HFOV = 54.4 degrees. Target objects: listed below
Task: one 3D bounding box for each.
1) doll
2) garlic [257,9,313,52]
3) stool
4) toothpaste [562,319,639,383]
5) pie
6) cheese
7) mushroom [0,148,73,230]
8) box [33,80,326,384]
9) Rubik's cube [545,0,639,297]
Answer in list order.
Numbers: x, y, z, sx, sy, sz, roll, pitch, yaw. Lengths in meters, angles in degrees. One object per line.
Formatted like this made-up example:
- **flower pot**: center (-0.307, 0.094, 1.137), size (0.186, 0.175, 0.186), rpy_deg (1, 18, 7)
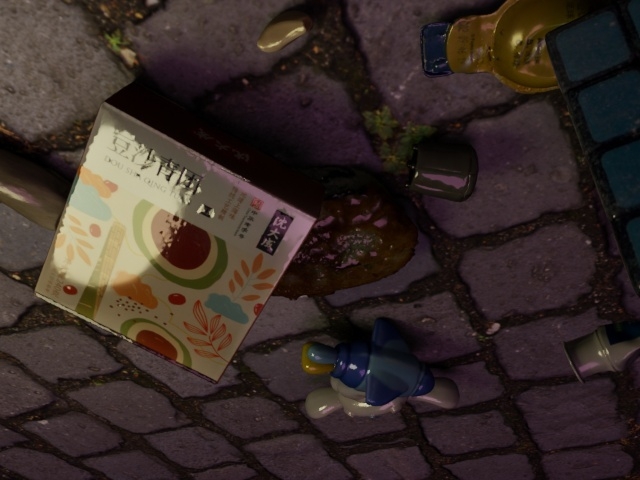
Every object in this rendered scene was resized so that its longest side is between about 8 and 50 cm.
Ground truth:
- **doll**: center (0.124, 0.330, 1.452), size (0.376, 0.187, 0.365), rpy_deg (-22, 144, 0)
- **garlic**: center (-0.044, -0.289, 0.852), size (0.083, 0.053, 0.041), rpy_deg (-12, 122, 34)
- **stool**: center (0.198, -0.115, 1.016), size (0.110, 0.096, 0.096), rpy_deg (8, 138, 0)
- **toothpaste**: center (0.430, 0.102, 0.741), size (0.266, 0.061, 0.096), rpy_deg (-25, 156, 22)
- **pie**: center (0.000, 0.000, 1.144), size (0.355, 0.102, 0.288), rpy_deg (-8, 138, 6)
- **cheese**: center (0.274, -0.272, 0.851), size (0.271, 0.069, 0.177), rpy_deg (-4, 138, 9)
- **mushroom**: center (-0.512, -0.096, 1.059), size (0.247, 0.108, 0.096), rpy_deg (34, 89, -34)
- **box**: center (-0.234, 0.003, 1.012), size (0.345, 0.122, 0.385), rpy_deg (28, 119, -7)
- **Rubik's cube**: center (0.509, -0.113, 0.745), size (0.337, 0.344, 0.344), rpy_deg (-22, 159, 25)
